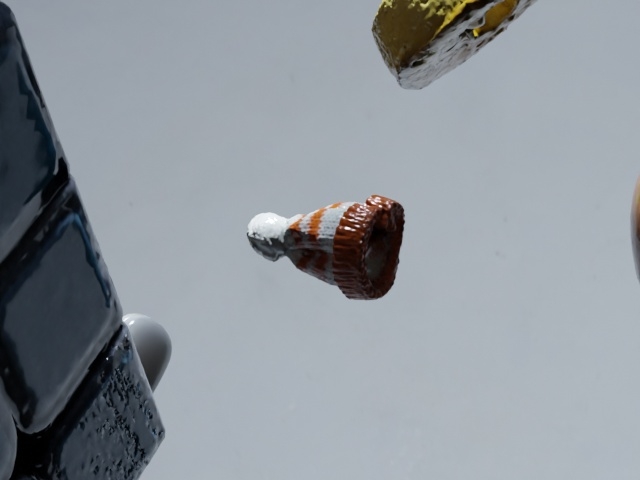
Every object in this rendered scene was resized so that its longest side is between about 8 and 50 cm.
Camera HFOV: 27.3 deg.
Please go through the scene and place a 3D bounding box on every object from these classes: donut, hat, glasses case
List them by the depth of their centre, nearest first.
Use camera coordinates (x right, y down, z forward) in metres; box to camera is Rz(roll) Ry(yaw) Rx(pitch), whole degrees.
[{"bbox_3d":[0.101,-0.173,0.904,0.162,0.178,0.065,-38,86,-5],"label":"donut"},{"bbox_3d":[-0.183,0.137,1.108,0.041,0.063,0.164,14,66,46],"label":"glasses case"},{"bbox_3d":[0.000,0.000,1.392,0.162,0.093,0.112,8,87,34],"label":"hat"}]

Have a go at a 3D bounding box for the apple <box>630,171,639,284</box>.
[{"bbox_3d":[0.431,0.017,1.138,0.319,0.319,0.277,-3,82,10],"label":"apple"}]

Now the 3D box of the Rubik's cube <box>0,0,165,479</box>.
[{"bbox_3d":[-0.294,0.076,0.616,0.303,0.305,0.301,8,47,24],"label":"Rubik's cube"}]
